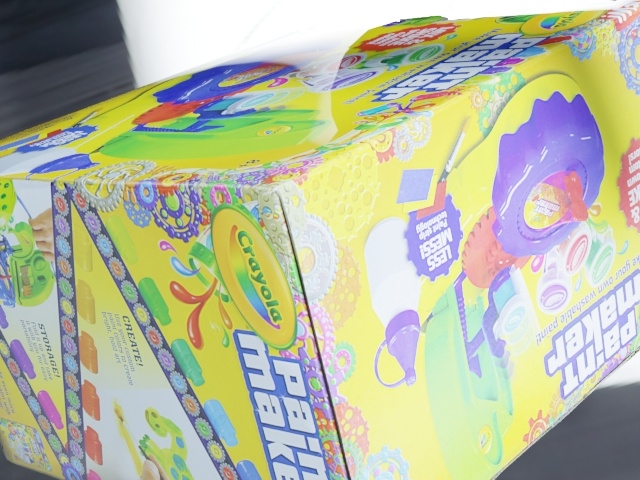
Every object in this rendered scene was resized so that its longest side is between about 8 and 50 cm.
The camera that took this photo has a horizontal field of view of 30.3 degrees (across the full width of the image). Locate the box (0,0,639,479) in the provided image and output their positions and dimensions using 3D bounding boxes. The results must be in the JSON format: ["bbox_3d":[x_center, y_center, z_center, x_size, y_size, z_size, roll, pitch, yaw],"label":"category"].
[{"bbox_3d":[0.000,0.000,0.628,0.290,0.279,0.177,-30,114,-41],"label":"box"}]
